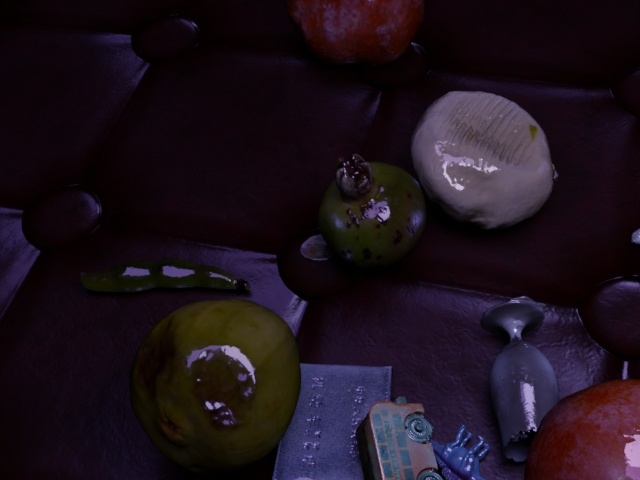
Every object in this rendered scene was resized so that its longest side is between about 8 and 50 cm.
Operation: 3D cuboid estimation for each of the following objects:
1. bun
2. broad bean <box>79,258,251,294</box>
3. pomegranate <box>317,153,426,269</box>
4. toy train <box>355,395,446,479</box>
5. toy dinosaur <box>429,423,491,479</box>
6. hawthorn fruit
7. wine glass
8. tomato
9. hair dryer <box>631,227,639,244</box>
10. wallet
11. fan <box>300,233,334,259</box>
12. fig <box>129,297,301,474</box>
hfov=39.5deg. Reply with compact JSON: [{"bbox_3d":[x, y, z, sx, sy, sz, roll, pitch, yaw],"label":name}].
[{"bbox_3d":[0.260,-0.124,1.491,0.259,0.160,0.259,10,45,-10],"label":"bun"},{"bbox_3d":[-0.261,0.059,1.498,0.297,0.043,0.060,0,63,7],"label":"broad bean"},{"bbox_3d":[0.079,-0.062,1.442,0.179,0.210,0.179,-9,27,5],"label":"pomegranate"},{"bbox_3d":[0.108,0.304,1.208,0.099,0.072,0.188,-2,56,-15],"label":"toy train"},{"bbox_3d":[0.201,0.307,1.242,0.197,0.045,0.080,31,75,35],"label":"toy dinosaur"},{"bbox_3d":[0.068,-0.471,1.730,0.284,0.284,0.284,-4,52,5],"label":"hawthorn fruit"},{"bbox_3d":[0.291,0.198,1.276,0.103,0.103,0.222,-4,53,5],"label":"wine glass"},{"bbox_3d":[0.373,0.294,1.086,0.265,0.265,0.265,-4,52,5],"label":"tomato"},{"bbox_3d":[0.563,-0.027,1.446,0.137,0.047,0.082,-31,55,-8],"label":"hair dryer"},{"bbox_3d":[0.021,0.277,1.294,0.167,0.036,0.222,1,53,9],"label":"wallet"},{"bbox_3d":[0.005,0.006,1.524,0.060,0.003,0.080,31,63,27],"label":"fan"},{"bbox_3d":[-0.132,0.194,1.271,0.239,0.239,0.271,25,37,24],"label":"fig"}]
